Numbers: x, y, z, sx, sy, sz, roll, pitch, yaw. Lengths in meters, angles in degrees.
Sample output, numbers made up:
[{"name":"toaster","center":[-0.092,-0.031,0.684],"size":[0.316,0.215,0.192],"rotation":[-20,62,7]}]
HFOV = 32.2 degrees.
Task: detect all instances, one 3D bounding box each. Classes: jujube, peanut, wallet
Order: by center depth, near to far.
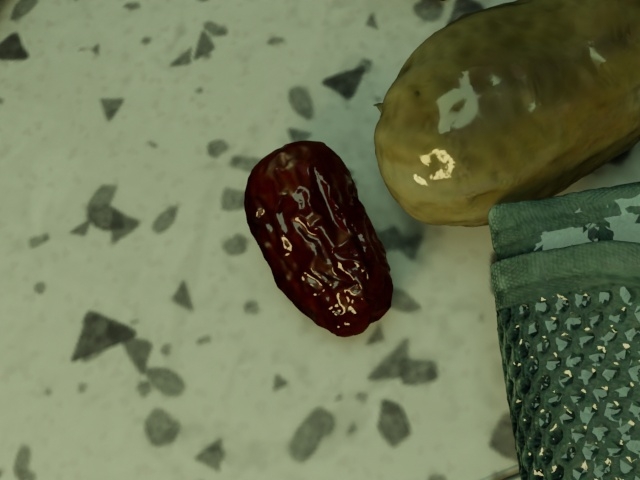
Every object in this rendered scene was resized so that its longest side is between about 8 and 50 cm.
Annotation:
[{"name":"wallet","center":[0.220,0.124,0.567],"size":[0.237,0.075,0.342],"rotation":[-11,76,17]},{"name":"peanut","center":[0.131,-0.092,0.693],"size":[0.224,0.129,0.129],"rotation":[-26,64,-11]},{"name":"jujube","center":[0.000,0.000,0.705],"size":[0.077,0.077,0.129],"rotation":[-27,76,-3]}]
